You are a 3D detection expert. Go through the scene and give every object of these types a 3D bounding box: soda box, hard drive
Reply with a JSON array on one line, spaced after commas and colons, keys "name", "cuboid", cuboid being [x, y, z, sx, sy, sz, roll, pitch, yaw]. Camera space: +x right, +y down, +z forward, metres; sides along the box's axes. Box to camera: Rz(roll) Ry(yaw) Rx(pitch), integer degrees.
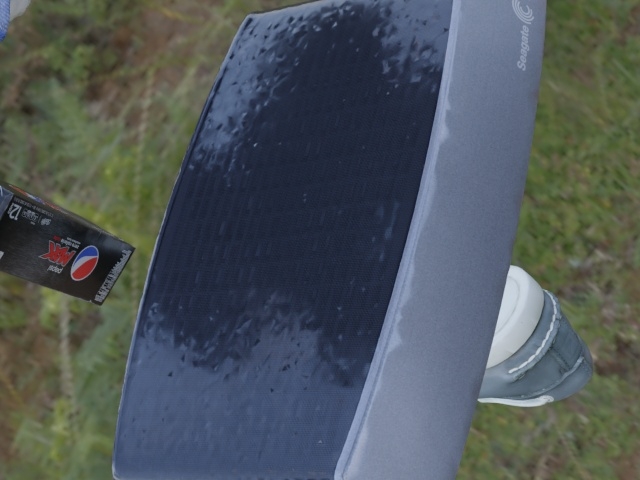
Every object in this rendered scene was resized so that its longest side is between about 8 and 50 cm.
[{"name": "soda box", "cuboid": [-0.203, -0.002, 1.068, 0.060, 0.169, 0.053, 28, 88, 25]}, {"name": "hard drive", "cuboid": [0.000, 0.000, 0.652, 0.172, 0.054, 0.255, -5, 61, 39]}]

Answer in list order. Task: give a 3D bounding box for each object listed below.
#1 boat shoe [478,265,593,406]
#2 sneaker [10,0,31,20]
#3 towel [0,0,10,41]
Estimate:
[{"name": "boat shoe", "cuboid": [0.081, 0.102, 1.191, 0.319, 0.099, 0.116, -20, 40, 52]}, {"name": "sneaker", "cuboid": [-0.288, -0.147, 0.744, 0.114, 0.305, 0.152, -63, 28, 28]}, {"name": "towel", "cuboid": [-0.221, -0.235, 0.660, 0.034, 0.209, 0.285, -21, 63, 40]}]
